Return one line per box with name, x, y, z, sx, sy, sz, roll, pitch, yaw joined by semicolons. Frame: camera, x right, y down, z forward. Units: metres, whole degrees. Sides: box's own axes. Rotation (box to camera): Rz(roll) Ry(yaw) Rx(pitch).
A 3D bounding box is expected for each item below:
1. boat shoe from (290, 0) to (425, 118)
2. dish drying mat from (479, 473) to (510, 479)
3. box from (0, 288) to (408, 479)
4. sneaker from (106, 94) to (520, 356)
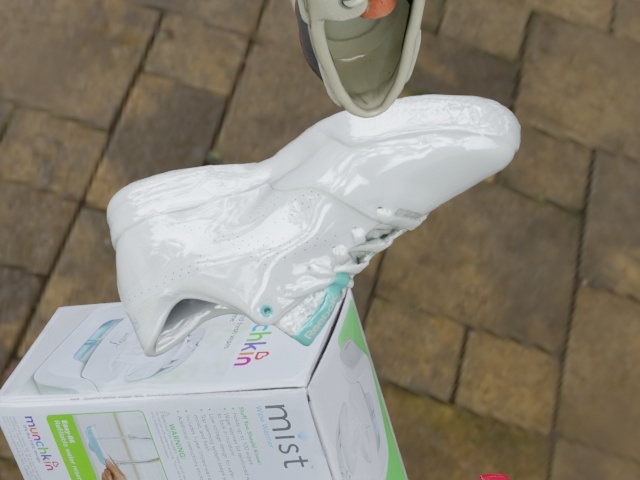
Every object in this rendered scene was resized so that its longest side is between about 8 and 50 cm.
boat shoe;0.012;-0.081;0.467;0.049;0.137;0.043;-13;71;-7
dish drying mat;0.148;0.213;1.205;0.032;0.008;0.083;6;50;-42
box;-0.066;0.177;1.118;0.231;0.262;0.127;-6;30;20
sneaker;0.000;0.000;0.750;0.212;0.080;0.094;-18;68;24
